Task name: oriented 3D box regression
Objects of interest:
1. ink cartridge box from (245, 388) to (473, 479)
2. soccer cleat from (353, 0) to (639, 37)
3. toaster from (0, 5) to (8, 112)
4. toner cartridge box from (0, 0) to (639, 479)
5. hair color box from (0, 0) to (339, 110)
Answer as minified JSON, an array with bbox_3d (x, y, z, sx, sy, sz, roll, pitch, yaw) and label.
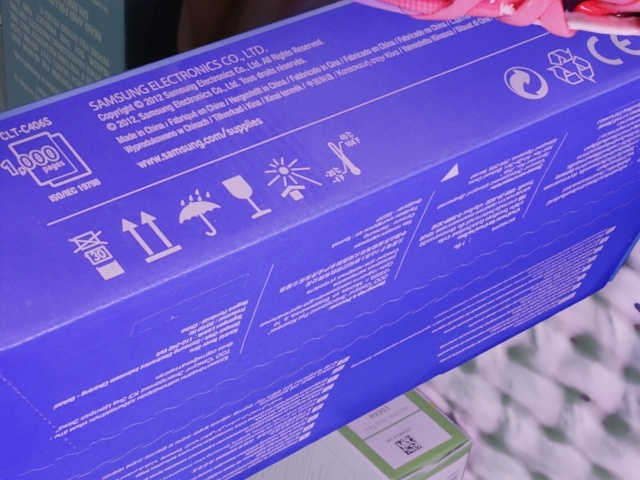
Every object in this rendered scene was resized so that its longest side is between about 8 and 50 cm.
[{"bbox_3d":[-0.017,0.095,0.869,0.209,0.062,0.109,39,137,32],"label":"ink cartridge box"},{"bbox_3d":[0.073,-0.097,0.453,0.318,0.116,0.108,16,132,0],"label":"soccer cleat"},{"bbox_3d":[-0.191,-0.091,0.931,0.227,0.129,0.146,16,118,49],"label":"toaster"},{"bbox_3d":[0.000,0.000,0.549,0.075,0.348,0.165,50,141,22],"label":"toner cartridge box"},{"bbox_3d":[-0.028,-0.115,0.648,0.113,0.185,0.374,39,137,41],"label":"hair color box"}]
